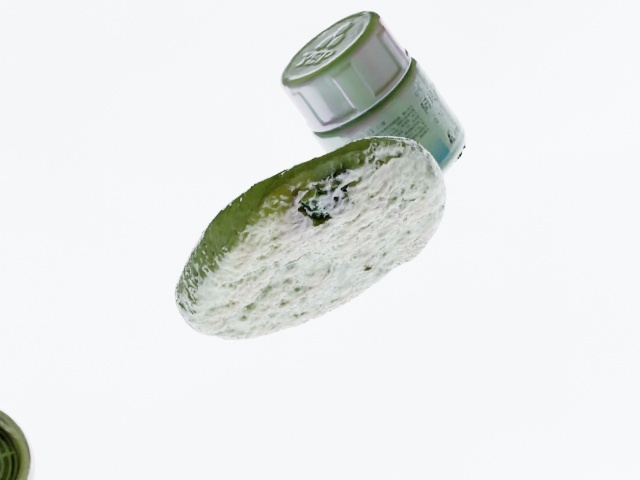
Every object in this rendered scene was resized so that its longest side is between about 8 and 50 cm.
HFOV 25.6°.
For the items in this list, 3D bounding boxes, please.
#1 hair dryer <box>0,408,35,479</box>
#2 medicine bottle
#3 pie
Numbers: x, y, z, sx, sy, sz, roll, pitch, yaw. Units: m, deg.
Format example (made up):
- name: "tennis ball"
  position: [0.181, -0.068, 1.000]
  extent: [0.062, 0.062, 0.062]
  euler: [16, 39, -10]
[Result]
- name: "hair dryer"
  position: [-0.402, 0.196, 1.057]
  extent: [0.344, 0.189, 0.106]
  euler: [2, -116, -28]
- name: "medicine bottle"
  position: [0.053, -0.132, 1.429]
  extent: [0.135, 0.168, 0.135]
  euler: [-33, -157, 16]
- name: "pie"
  position: [0.000, 0.000, 0.395]
  extent: [0.085, 0.085, 0.017]
  euler: [-28, -115, -10]
